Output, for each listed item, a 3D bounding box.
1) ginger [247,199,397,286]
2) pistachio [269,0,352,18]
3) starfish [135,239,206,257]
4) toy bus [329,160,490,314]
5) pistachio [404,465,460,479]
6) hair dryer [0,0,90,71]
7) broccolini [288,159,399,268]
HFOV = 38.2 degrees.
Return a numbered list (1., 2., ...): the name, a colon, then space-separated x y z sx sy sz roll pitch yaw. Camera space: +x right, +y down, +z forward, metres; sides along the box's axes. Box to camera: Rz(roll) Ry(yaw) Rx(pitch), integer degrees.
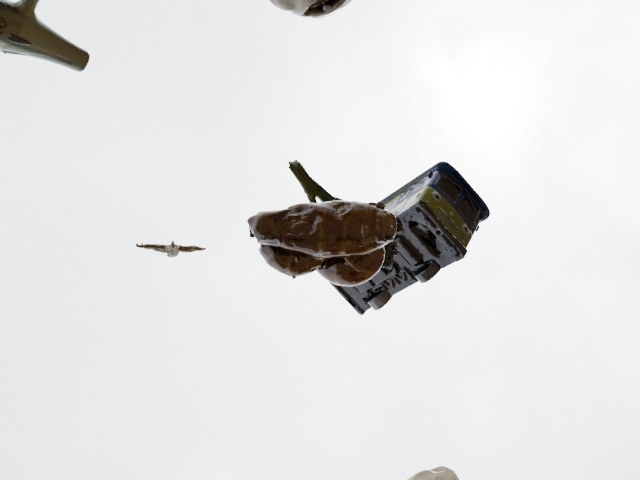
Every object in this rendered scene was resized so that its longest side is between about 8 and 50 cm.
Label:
1. ginger: 0.000 0.000 1.022 0.103 0.162 0.073 95 177 -46
2. pistachio: 0.001 -0.284 0.921 0.113 0.149 0.113 25 -142 -21
3. starfish: -0.186 0.011 1.161 0.086 0.092 0.016 7 -102 -4
4. toy bus: 0.148 0.000 1.672 0.138 0.287 0.175 48 -136 -9
5. pistachio: 0.113 0.360 1.034 0.229 0.157 0.157 -53 -56 -37
6. hair dryer: -0.339 -0.308 1.203 0.199 0.067 0.167 -41 -42 9
7. broccolini: 0.025 -0.034 1.270 0.201 0.058 0.074 51 -125 -8
